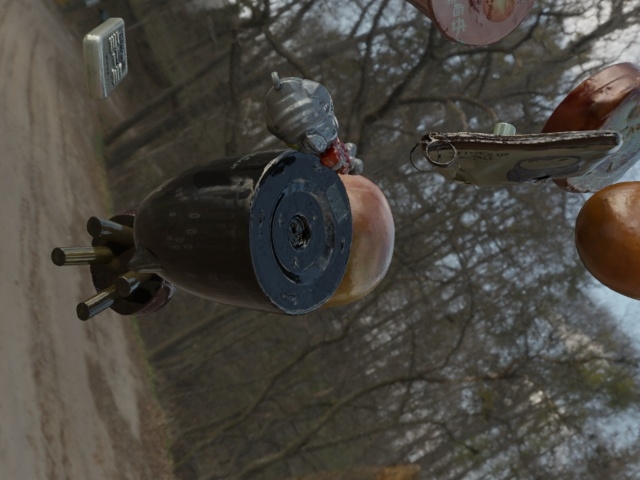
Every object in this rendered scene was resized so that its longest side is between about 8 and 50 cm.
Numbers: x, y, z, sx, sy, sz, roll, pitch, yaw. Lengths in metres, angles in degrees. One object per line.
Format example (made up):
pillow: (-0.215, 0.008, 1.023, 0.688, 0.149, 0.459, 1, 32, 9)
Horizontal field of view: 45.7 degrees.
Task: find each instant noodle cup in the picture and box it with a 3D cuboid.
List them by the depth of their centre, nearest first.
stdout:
instant noodle cup: (0.265, -0.521, 1.468, 0.231, 0.243, 0.242, 55, -11, 55)

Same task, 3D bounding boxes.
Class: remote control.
remote control: (-0.297, -0.255, 1.057, 0.190, 0.029, 0.087, -100, -170, -67)

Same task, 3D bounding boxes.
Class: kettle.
kettle: (-0.113, -0.028, 1.044, 0.290, 0.268, 0.207, 1, -57, 39)

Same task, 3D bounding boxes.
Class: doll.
doll: (-0.008, -0.127, 0.855, 0.180, 0.079, 0.094, 40, 24, -47)

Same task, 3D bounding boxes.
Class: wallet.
wallet: (0.329, -0.139, 1.305, 0.275, 0.336, 0.068, 20, 70, -79)

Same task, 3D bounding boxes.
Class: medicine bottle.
medicine bottle: (0.404, -0.218, 1.697, 0.047, 0.083, 0.047, 17, -17, 5)

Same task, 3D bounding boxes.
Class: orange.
orange: (0.578, 0.002, 1.375, 0.240, 0.240, 0.171, 58, -22, 20)

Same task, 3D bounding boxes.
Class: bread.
bread: (0.604, -0.229, 1.606, 0.114, 0.328, 0.295, 53, -51, 29)

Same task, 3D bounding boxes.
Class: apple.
apple: (0.000, 0.000, 2.006, 0.346, 0.392, 0.391, -79, 149, -62)

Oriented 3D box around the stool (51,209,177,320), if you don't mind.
stool: (-0.497, 0.061, 1.851, 0.272, 0.272, 0.178, 59, 28, 11)
